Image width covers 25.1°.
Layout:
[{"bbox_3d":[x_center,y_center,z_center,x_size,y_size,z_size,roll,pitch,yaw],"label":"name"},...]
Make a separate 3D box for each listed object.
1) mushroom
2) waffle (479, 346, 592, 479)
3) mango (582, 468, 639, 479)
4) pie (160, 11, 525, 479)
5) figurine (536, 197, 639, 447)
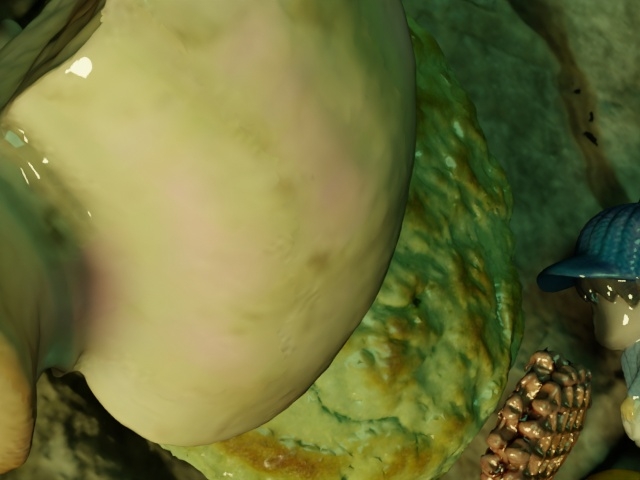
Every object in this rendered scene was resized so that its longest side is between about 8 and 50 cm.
[{"bbox_3d":[-0.024,-0.029,0.467,0.173,0.162,0.236,41,48,-16],"label":"mushroom"},{"bbox_3d":[0.097,0.090,0.653,0.029,0.075,0.083,24,60,26],"label":"waffle"},{"bbox_3d":[0.134,0.141,0.664,0.060,0.046,0.089,43,46,-5],"label":"mango"},{"bbox_3d":[0.000,0.000,0.638,0.201,0.090,0.248,26,61,-24],"label":"pie"},{"bbox_3d":[0.167,0.046,0.700,0.136,0.079,0.077,61,18,14],"label":"figurine"}]
